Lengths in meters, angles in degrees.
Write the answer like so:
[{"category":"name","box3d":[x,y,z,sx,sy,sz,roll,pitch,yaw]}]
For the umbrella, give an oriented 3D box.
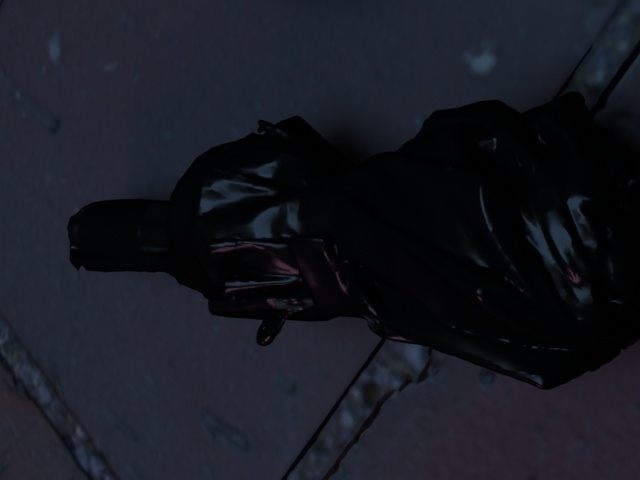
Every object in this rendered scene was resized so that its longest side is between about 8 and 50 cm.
[{"category":"umbrella","box3d":[0.000,0.000,0.695,0.340,0.118,0.118,-1,93,46]}]
